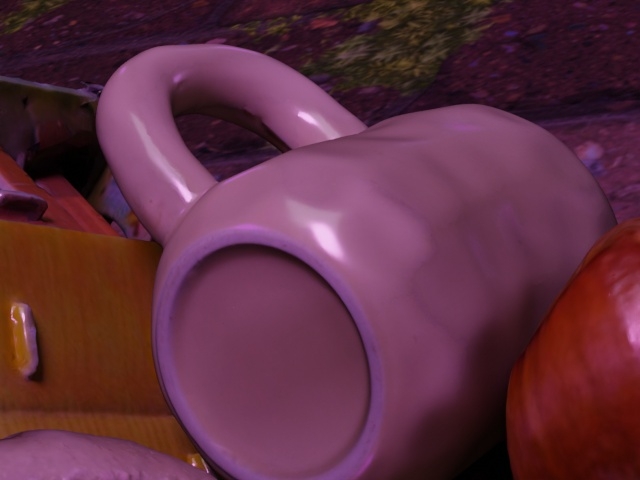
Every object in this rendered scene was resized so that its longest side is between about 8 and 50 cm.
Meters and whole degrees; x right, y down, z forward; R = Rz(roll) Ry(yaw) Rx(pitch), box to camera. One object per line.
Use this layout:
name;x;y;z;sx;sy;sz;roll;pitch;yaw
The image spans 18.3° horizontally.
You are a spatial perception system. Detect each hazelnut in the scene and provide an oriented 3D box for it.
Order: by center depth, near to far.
hazelnut;0.164;0.072;0.849;0.182;0.182;0.182;-16;26;8

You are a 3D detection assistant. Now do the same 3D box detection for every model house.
model house;-0.182;0.122;1.053;0.300;0.340;0.323;7;28;-48

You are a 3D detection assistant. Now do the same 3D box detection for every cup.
cup;0.015;-0.006;0.961;0.173;0.255;0.202;-28;-3;38

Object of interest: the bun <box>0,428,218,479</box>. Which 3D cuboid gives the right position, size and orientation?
bun;-0.120;0.183;0.791;0.231;0.231;0.133;-38;12;-33
